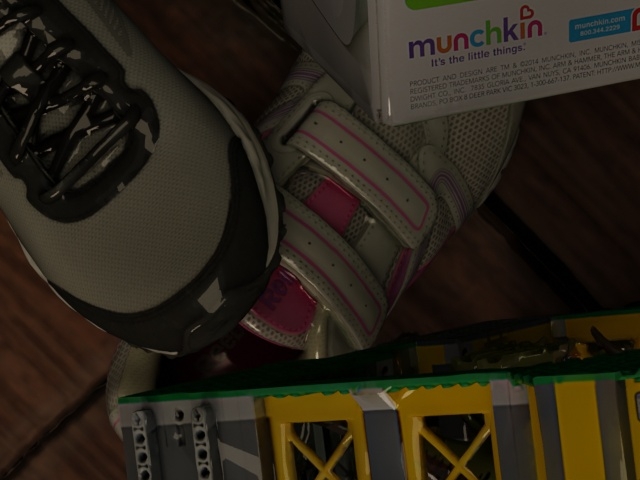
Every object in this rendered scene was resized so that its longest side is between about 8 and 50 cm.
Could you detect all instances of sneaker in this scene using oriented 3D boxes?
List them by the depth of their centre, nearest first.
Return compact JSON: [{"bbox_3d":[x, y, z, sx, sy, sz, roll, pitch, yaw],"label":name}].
[{"bbox_3d":[-0.114,-0.066,0.698,0.100,0.108,0.271,-42,66,11],"label":"sneaker"},{"bbox_3d":[0.000,0.000,0.747,0.103,0.111,0.252,32,100,-1],"label":"sneaker"}]

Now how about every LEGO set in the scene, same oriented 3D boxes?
[{"bbox_3d":[0.091,0.127,0.641,0.255,0.331,0.192,-7,90,25],"label":"LEGO set"}]

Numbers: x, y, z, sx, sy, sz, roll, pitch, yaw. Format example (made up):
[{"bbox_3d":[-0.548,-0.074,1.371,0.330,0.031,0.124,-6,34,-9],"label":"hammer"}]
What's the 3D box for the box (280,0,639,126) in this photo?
[{"bbox_3d":[0.116,-0.183,0.633,0.262,0.127,0.231,-12,114,-14],"label":"box"}]
